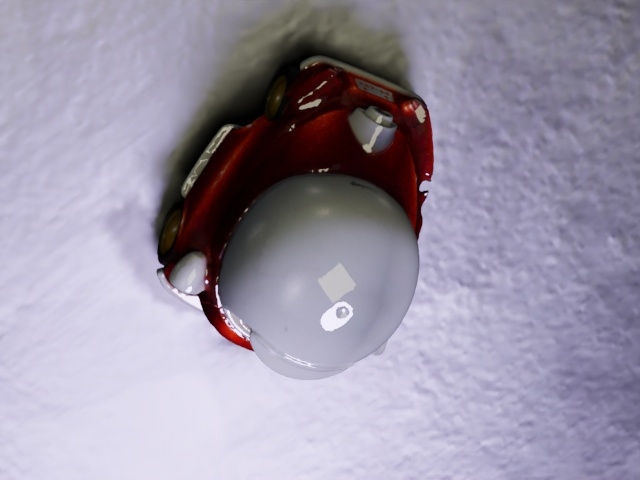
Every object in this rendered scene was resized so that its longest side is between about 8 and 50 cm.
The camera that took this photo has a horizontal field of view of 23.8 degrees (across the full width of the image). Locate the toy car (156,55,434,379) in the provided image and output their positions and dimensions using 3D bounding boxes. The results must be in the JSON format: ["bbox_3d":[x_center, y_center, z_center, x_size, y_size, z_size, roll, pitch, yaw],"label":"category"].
[{"bbox_3d":[0.000,0.000,0.656,0.112,0.112,0.139,20,110,-20],"label":"toy car"}]
